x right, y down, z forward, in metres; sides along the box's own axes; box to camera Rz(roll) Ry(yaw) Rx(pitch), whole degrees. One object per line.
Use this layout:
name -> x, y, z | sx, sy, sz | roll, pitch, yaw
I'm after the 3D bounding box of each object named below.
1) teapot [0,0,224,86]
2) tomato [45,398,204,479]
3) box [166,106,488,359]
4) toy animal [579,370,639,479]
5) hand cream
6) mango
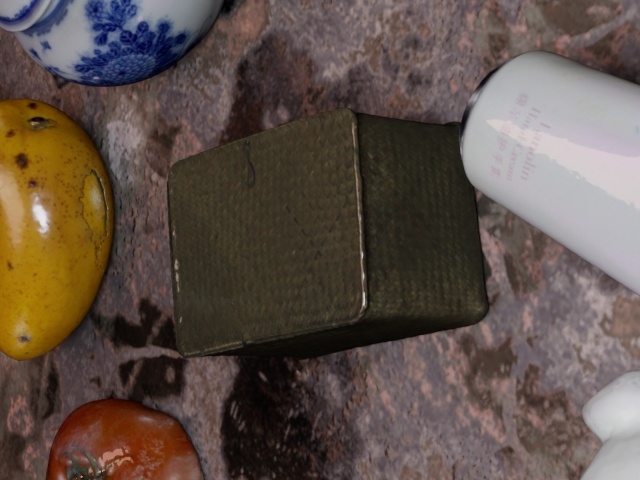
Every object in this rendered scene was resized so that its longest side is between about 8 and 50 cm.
teapot -> -0.239, -0.281, 1.596 | 0.424, 0.280, 0.252 | 13, 99, 48
tomato -> -0.222, 0.273, 1.681 | 0.237, 0.095, 0.236 | -6, 82, 49
box -> -0.002, 0.000, 1.405 | 0.273, 0.143, 0.184 | -16, 76, 49
toy animal -> 0.167, 0.248, 1.156 | 0.368, 0.196, 0.241 | -32, 57, 42
hand cream -> 0.256, -0.022, 1.136 | 0.359, 0.118, 0.185 | 32, 109, 38
mango -> -0.315, -0.012, 1.767 | 0.191, 0.160, 0.290 | 0, 91, 41
